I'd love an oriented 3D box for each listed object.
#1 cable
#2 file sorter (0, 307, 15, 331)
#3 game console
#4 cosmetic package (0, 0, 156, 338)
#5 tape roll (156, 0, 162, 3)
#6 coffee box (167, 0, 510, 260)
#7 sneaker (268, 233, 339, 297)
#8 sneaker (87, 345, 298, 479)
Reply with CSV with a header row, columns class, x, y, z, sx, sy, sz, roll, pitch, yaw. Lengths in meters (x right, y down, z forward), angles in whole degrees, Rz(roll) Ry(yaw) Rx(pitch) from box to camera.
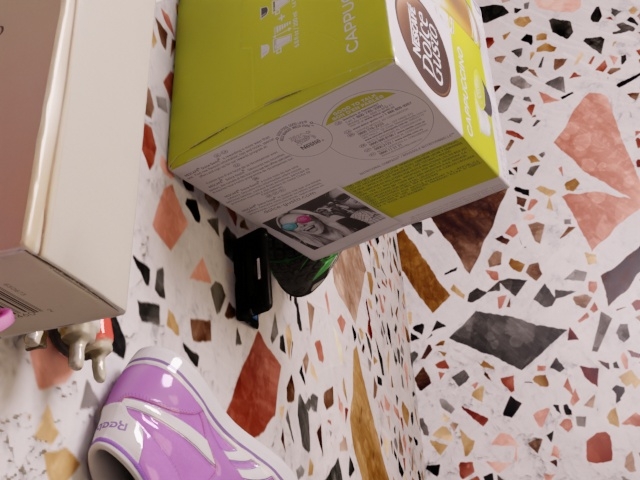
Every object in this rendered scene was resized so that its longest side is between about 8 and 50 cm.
class,x,y,z,sx,sy,sz,roll,pitch,yaw
cable,-0.213,-0.012,0.672,0.139,0.072,0.287,64,20,-59
file sorter,-0.270,-0.061,0.287,0.202,0.182,0.291,-45,123,-73
game console,-0.087,0.056,1.090,0.071,0.107,0.122,13,63,-42
cosmetic package,-0.220,-0.093,0.542,0.113,0.160,0.310,53,29,-58
tape roll,-0.263,-0.437,0.791,0.392,0.071,0.392,-10,90,-74
coffee box,0.026,-0.224,1.051,0.334,0.338,0.338,33,46,-48
sneaker,0.000,0.000,1.324,0.344,0.134,0.146,-68,151,-58
sneaker,-0.124,0.257,0.741,0.282,0.102,0.161,51,30,-24
